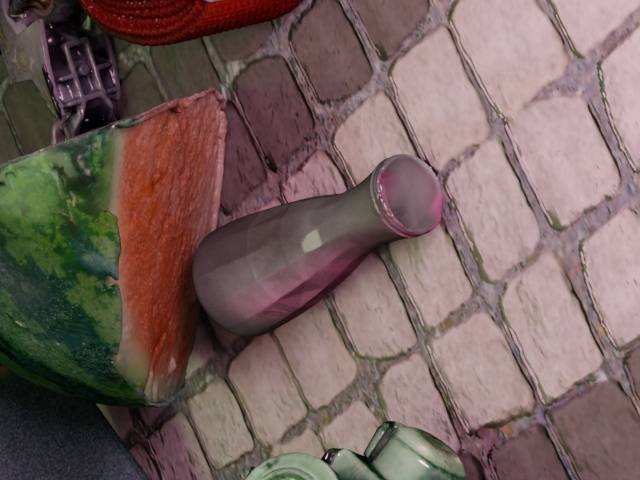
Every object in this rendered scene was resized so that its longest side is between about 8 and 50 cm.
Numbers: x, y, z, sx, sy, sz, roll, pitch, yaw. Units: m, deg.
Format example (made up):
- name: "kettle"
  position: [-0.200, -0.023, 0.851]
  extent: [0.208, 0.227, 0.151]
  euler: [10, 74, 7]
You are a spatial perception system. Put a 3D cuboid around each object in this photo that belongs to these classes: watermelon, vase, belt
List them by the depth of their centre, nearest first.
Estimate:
- name: "vase"
  position: [0.000, 0.000, 1.353]
  extent: [0.214, 0.086, 0.086]
  euler: [-27, 81, 49]
- name: "belt"
  position: [-0.102, -0.206, 1.368]
  extent: [0.201, 0.124, 0.128]
  euler: [8, 112, 52]
- name: "watermelon"
  position: [-0.169, 0.035, 1.437]
  extent: [0.319, 0.292, 0.222]
  euler: [-24, 95, 24]

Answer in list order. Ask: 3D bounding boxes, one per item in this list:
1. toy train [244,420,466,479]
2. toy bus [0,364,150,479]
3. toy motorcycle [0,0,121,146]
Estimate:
- name: "toy train"
  position: [0.018, 0.277, 1.277]
  extent: [0.238, 0.167, 0.299]
  euler: [38, 97, 39]
- name: "toy bus"
  position: [-0.227, 0.222, 1.626]
  extent: [0.275, 0.138, 0.167]
  euler: [56, 149, -8]
- name: "toy motorcycle"
  position: [-0.222, -0.133, 1.598]
  extent: [0.122, 0.080, 0.215]
  euler: [-5, 104, 54]
